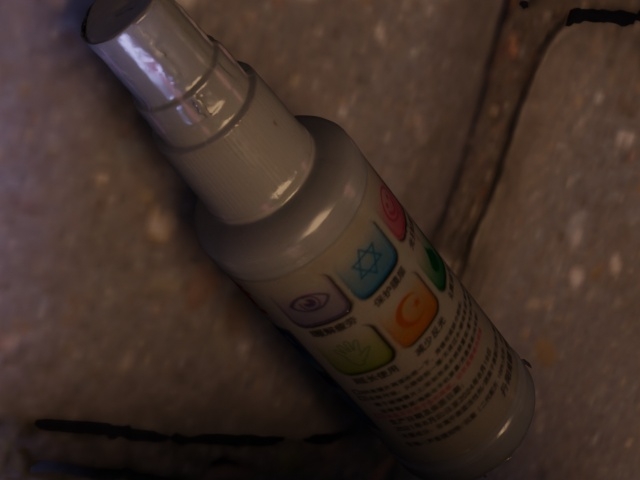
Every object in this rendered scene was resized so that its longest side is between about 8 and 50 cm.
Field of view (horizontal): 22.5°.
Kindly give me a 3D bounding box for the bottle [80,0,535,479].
[{"bbox_3d":[0.000,0.000,0.505,0.060,0.060,0.217,-50,132,-12],"label":"bottle"}]
